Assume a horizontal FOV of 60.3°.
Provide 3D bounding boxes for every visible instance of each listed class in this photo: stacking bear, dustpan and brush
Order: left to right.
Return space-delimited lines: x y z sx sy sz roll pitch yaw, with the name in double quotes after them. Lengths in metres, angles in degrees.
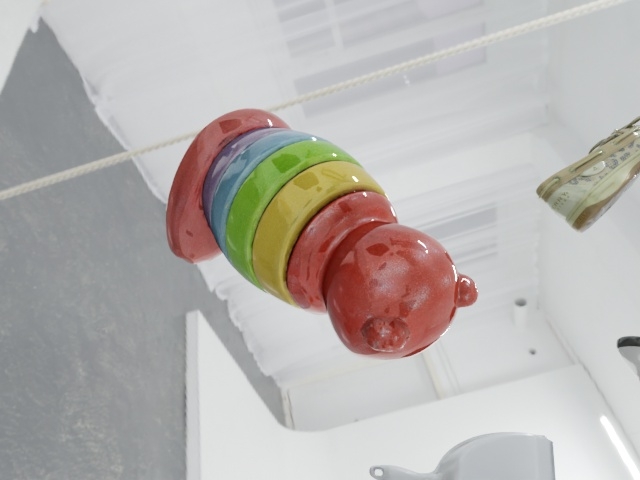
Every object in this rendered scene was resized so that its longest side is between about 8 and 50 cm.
0.000 0.000 0.499 0.289 0.175 0.164 37 -46 40 "stacking bear"
0.166 0.290 0.655 0.060 0.211 0.147 108 -6 -57 "dustpan and brush"

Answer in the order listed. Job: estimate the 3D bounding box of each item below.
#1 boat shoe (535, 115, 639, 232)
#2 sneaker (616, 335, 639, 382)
0.436 -0.121 0.827 0.089 0.285 0.105 41 -33 22 "boat shoe"
0.560 0.268 0.852 0.270 0.145 0.090 33 -20 -10 "sneaker"
